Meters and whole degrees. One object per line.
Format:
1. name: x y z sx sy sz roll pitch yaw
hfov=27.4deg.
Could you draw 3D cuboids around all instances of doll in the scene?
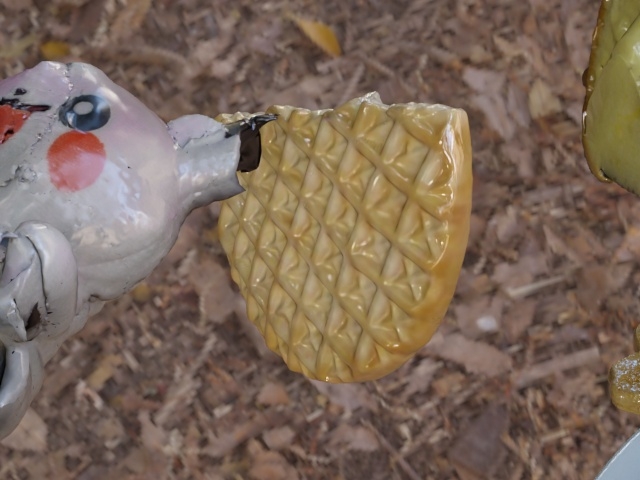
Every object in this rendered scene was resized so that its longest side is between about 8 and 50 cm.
1. doll: -0.121 0.003 0.521 0.149 0.095 0.192 9 51 35

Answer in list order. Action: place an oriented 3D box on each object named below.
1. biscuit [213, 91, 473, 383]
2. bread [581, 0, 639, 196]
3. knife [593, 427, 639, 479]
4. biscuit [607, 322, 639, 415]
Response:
1. biscuit: 0.000 0.000 0.925 0.040 0.204 0.309 -5 6 -31
2. bread: 0.362 -0.170 1.314 0.163 0.262 0.204 3 20 -29
3. knife: 0.147 0.206 0.729 0.063 0.260 0.034 7 17 -9
4. biscuit: 0.379 0.107 1.230 0.225 0.036 0.166 -35 40 -27
